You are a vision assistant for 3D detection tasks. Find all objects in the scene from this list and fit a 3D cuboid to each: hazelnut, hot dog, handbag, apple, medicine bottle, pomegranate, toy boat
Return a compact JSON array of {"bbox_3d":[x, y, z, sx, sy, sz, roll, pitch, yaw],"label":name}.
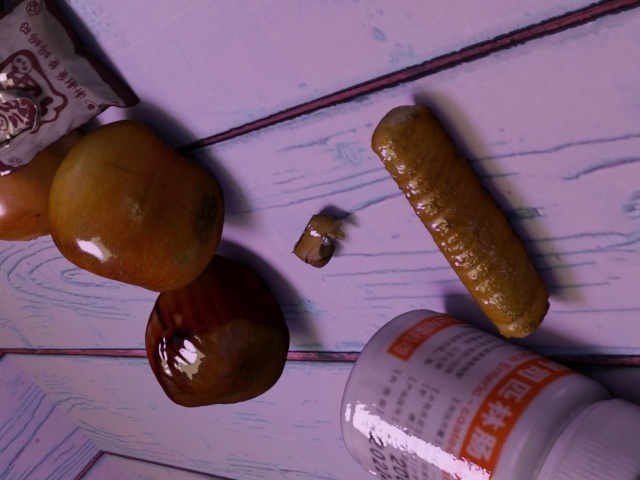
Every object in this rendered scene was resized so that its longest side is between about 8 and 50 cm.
[{"bbox_3d":[-0.153,0.123,2.021,0.229,0.229,0.229,35,157,17],"label":"hazelnut"},{"bbox_3d":[0.149,-0.018,1.398,0.068,0.083,0.289,-12,125,41],"label":"hot dog"},{"bbox_3d":[-0.390,-0.203,1.818,0.213,0.235,0.127,50,-163,-32],"label":"handbag"},{"bbox_3d":[-0.246,-0.047,1.859,0.237,0.207,0.237,23,-179,0],"label":"apple"},{"bbox_3d":[0.218,0.229,1.549,0.371,0.211,0.211,23,151,40],"label":"medicine bottle"},{"bbox_3d":[-0.441,-0.103,2.022,0.233,0.233,0.233,35,157,17],"label":"pomegranate"},{"bbox_3d":[0.000,0.000,1.717,0.049,0.047,0.149,29,161,-2],"label":"toy boat"}]

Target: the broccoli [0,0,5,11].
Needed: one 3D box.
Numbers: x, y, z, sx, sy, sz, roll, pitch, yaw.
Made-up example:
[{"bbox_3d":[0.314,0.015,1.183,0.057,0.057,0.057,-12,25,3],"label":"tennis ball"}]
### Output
[{"bbox_3d":[-0.510,-0.308,1.872,0.195,0.156,0.195,41,-178,-2],"label":"broccoli"}]
